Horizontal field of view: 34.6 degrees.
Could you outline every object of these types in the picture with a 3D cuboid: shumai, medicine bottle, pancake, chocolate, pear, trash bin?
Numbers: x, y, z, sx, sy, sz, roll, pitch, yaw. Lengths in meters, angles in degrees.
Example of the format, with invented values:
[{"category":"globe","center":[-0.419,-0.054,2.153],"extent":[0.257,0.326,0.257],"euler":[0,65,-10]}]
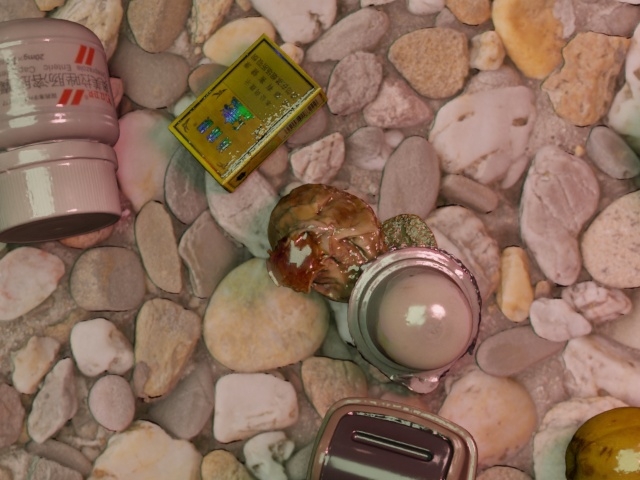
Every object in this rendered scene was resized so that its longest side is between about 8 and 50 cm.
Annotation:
[{"category":"shumai","center":[0.000,0.000,1.521],"extent":[0.161,0.153,0.209],"euler":[-41,72,15]},{"category":"medicine bottle","center":[-0.435,-0.165,1.599],"extent":[0.245,0.245,0.306],"euler":[-13,84,9]},{"category":"pancake","center":[0.129,0.010,1.559],"extent":[0.108,0.017,0.108],"euler":[-2,79,12]},{"category":"chocolate","center":[0.139,0.119,1.443],"extent":[0.221,0.147,0.221],"euler":[0,102,-1]},{"category":"pear","center":[0.409,0.295,1.373],"extent":[0.162,0.149,0.148],"euler":[-10,77,3]},{"category":"trash bin","center":[0.102,0.310,1.362],"extent":[0.209,0.290,0.182],"euler":[12,82,14]}]

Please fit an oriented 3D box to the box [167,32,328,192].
[{"category":"box","center":[-0.116,-0.201,1.631],"extent":[0.220,0.064,0.141],"euler":[-44,74,-1]}]
